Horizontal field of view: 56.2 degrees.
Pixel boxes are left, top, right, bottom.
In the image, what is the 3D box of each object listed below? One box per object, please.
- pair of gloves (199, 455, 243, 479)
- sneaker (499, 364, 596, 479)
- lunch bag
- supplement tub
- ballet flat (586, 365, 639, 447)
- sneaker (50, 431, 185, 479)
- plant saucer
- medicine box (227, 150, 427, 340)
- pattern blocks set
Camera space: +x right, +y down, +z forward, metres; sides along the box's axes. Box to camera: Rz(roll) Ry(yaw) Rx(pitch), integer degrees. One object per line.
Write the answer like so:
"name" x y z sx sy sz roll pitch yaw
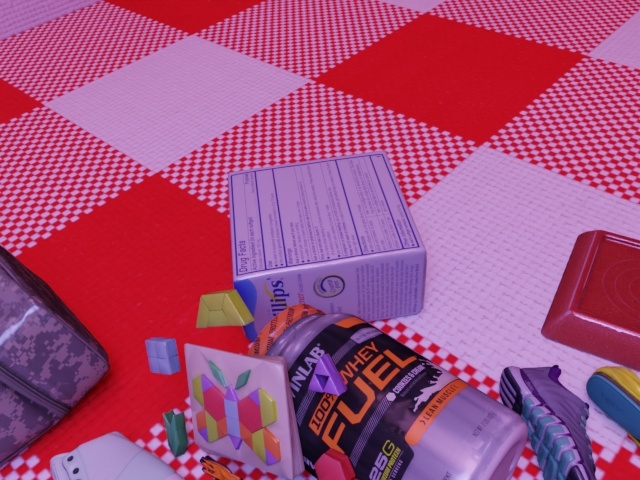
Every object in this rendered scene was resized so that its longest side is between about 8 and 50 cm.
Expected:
"pair of gloves" -0.123 0.305 0.729 0.074 0.083 0.010 18 23 34
"sneaker" 0.315 0.242 0.750 0.098 0.083 0.224 -8 42 -10
"lunch bag" -0.489 0.162 0.842 0.305 0.213 0.256 32 71 34
"supplement tub" 0.064 0.214 0.722 0.316 0.194 0.193 27 52 31
"ballet flat" 0.433 0.244 0.743 0.077 0.077 0.231 -4 38 -23
"sneaker" -0.297 0.338 0.699 0.151 0.094 0.256 29 43 25
"plant saucer" 0.504 0.088 0.918 0.259 0.048 0.258 18 48 25
"medicine box" 0.000 0.000 0.992 0.289 0.149 0.264 -9 43 -3
"pattern blocks set" -0.094 0.200 0.704 0.324 0.286 0.026 -18 -2 40
